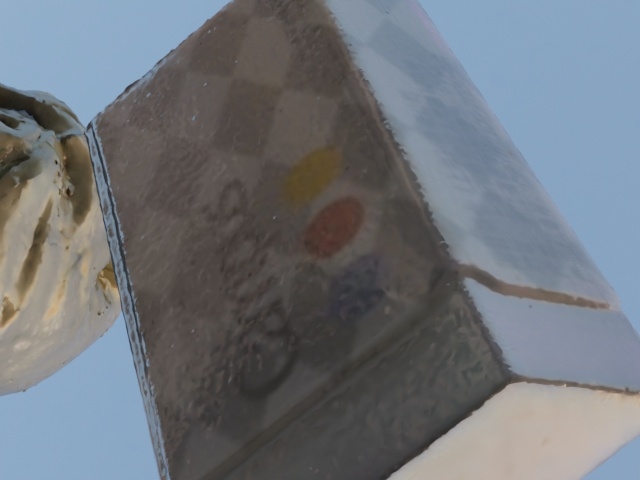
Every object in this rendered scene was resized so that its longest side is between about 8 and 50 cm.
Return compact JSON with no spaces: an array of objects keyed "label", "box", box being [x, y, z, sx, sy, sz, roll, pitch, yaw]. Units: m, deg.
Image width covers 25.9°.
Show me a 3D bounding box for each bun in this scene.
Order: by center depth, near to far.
[{"label":"bun","box":[-0.308,-0.034,1.158,0.326,0.362,0.234,27,-66,2]}]

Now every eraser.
[{"label":"eraser","box":[0.000,-0.001,0.708,0.213,0.082,0.396,-39,-144,13]}]
